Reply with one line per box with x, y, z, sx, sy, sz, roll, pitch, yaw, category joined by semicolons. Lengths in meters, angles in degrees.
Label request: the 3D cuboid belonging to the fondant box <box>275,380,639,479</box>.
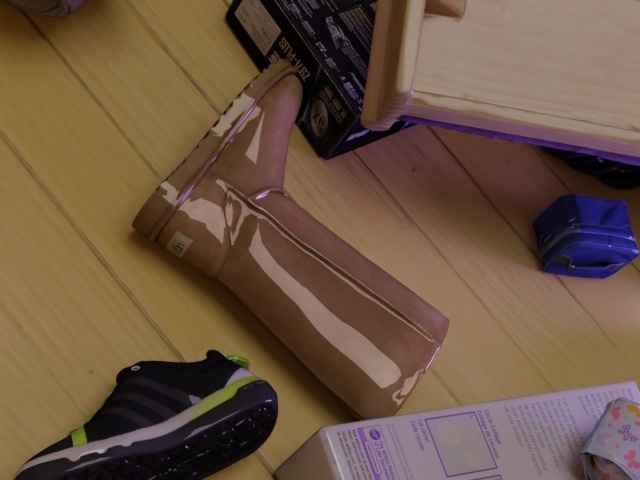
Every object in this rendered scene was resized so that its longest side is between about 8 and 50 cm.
0.155;0.254;1.188;0.330;0.096;0.238;-4;62;-31;fondant box

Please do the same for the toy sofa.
0.224;-0.146;1.328;0.362;0.177;0.150;9;78;-8;toy sofa

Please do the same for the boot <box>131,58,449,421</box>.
0.000;0.000;1.280;0.269;0.089;0.236;38;59;-2;boot

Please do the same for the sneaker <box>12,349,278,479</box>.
-0.141;0.146;1.120;0.234;0.084;0.097;-16;45;-37;sneaker

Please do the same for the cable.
0.304;-0.124;1.556;0.184;0.047;0.151;24;51;-15;cable

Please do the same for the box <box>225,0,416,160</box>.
0.021;-0.186;1.415;0.147;0.077;0.180;-25;74;-38;box

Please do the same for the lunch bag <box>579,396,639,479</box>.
0.253;0.178;1.199;0.083;0.053;0.071;46;50;-8;lunch bag

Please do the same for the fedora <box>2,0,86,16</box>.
-0.272;-0.290;1.255;0.275;0.243;0.124;40;77;-12;fedora

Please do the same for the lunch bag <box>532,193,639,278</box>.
0.257;0.000;1.432;0.098;0.067;0.065;5;57;-26;lunch bag
